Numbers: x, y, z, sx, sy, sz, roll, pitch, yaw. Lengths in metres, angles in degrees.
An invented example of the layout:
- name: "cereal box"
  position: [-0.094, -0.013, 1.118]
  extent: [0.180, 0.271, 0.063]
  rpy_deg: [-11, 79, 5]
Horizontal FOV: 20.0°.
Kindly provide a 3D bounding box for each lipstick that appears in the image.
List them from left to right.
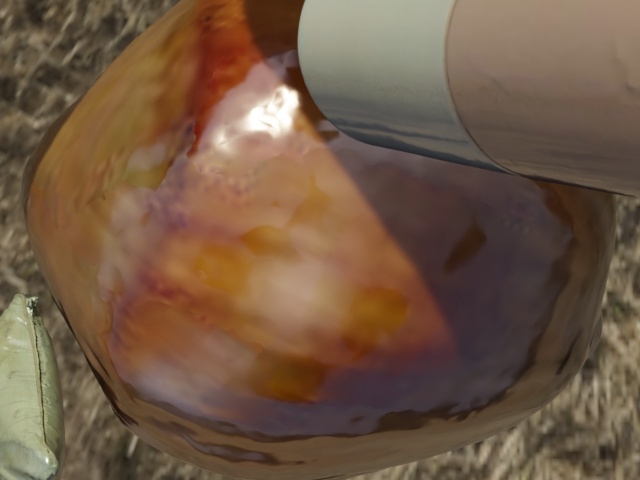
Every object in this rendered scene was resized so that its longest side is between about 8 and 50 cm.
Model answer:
- name: "lipstick"
  position: [0.078, -0.047, 0.462]
  extent: [0.070, 0.254, 0.070]
  rpy_deg: [-4, 99, -26]

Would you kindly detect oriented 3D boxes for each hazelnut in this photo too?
- name: "hazelnut"
  position: [0.000, 0.000, 1.134]
  extent: [0.372, 0.315, 0.372]
  rpy_deg: [10, 140, 9]

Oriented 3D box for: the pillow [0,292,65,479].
- name: "pillow"
  position: [-0.248, 0.200, 1.365]
  extent: [0.075, 0.185, 0.302]
  rpy_deg: [8, 128, -22]
